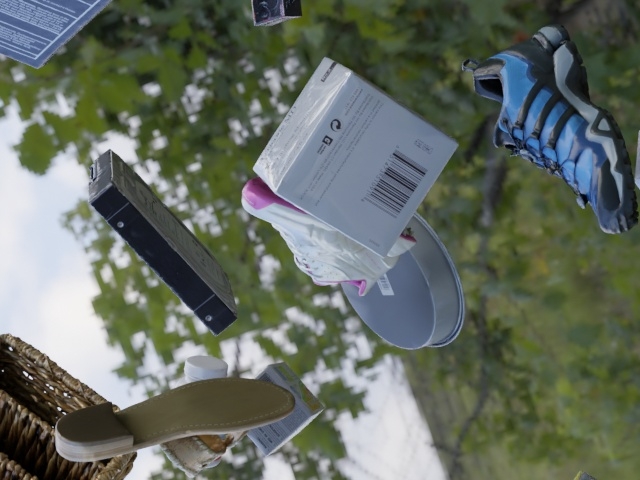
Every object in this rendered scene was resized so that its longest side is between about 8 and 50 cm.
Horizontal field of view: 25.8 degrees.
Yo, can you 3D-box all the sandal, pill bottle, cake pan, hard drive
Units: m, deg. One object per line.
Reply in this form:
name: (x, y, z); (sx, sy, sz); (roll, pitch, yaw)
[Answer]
sandal: (-0.144, 0.199, 1.388); (0.088, 0.240, 0.079); (-130, 39, -54)
pill bottle: (-0.185, 0.263, 2.152); (0.087, 0.087, 0.160); (-50, -30, -75)
cake pan: (0.124, 0.061, 2.372); (0.293, 0.054, 0.293); (36, 141, 35)
hard drive: (-0.284, -0.002, 2.515); (0.339, 0.064, 0.237); (48, -174, -19)

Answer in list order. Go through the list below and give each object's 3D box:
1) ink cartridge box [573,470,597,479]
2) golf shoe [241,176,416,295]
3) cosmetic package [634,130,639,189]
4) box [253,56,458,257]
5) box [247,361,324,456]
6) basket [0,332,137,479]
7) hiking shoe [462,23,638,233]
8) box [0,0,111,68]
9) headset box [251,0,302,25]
ink cartridge box: (0.253, 0.446, 1.728); (0.072, 0.303, 0.307); (34, -172, 15)
golf shoe: (0.000, 0.000, 1.970); (0.306, 0.140, 0.115); (19, -159, -40)
cosmetic package: (0.567, -0.011, 1.728); (0.365, 0.197, 0.155); (51, -151, -15)
box: (0.044, -0.106, 1.778); (0.182, 0.181, 0.119); (31, -175, -22)
box: (-0.074, 0.278, 2.334); (0.114, 0.103, 0.203); (49, -178, 6)
basket: (-0.445, 0.310, 2.011); (0.299, 0.223, 0.213); (34, -153, 17)
hiking shoe: (0.272, -0.113, 1.618); (0.113, 0.132, 0.304); (64, -174, -49)
box: (-0.435, -0.411, 1.889); (0.296, 0.294, 0.182); (21, -116, -29)
headset box: (-0.058, -0.328, 1.890); (0.032, 0.083, 0.062); (-8, -87, -35)
